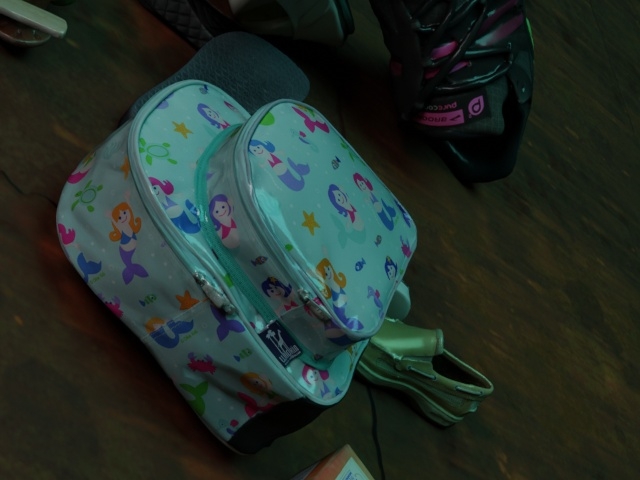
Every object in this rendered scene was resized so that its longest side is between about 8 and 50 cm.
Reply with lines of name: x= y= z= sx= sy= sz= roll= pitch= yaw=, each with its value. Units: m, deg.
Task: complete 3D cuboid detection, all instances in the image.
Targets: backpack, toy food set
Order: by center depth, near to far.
backpack: x=-0.062 y=0.001 z=1.000 sx=0.253 sy=0.191 sz=0.225 roll=44 pitch=32 yaw=-8
toy food set: x=-0.248 y=-0.213 z=1.068 sx=0.128 sy=0.071 sz=0.218 roll=19 pitch=37 yaw=-11

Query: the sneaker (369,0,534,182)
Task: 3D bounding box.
sneaker: x=0.147 y=-0.219 z=1.421 sx=0.483 sy=0.185 sz=0.202 roll=48 pitch=34 yaw=-56

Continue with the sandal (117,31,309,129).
sandal: x=-0.101 y=-0.124 z=1.205 sx=0.097 sy=0.054 sz=0.254 roll=49 pitch=39 yaw=5

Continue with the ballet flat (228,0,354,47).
ballet flat: x=-0.041 y=-0.267 z=1.312 sx=0.139 sy=0.139 sz=0.400 roll=57 pitch=0 yaw=4

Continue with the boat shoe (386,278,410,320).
boat shoe: x=0.000 y=0.000 z=1.195 sx=0.219 sy=0.077 sz=0.070 roll=41 pitch=32 yaw=-38

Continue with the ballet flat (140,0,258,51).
ballet flat: x=-0.103 y=-0.209 z=1.278 sx=0.173 sy=0.049 sz=0.057 roll=33 pitch=37 yaw=-33

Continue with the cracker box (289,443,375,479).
cracker box: x=0.036 y=0.284 z=0.957 sx=0.232 sy=0.067 sz=0.155 roll=53 pitch=30 yaw=0

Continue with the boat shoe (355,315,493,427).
boat shoe: x=0.082 y=0.099 z=1.205 sx=0.190 sy=0.072 sz=0.068 roll=33 pitch=36 yaw=-32
